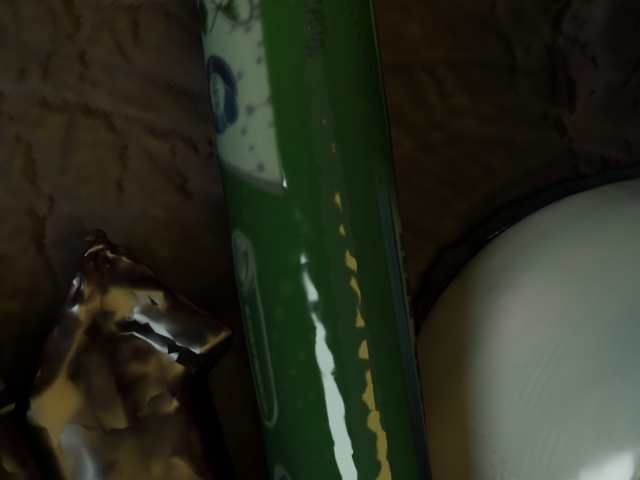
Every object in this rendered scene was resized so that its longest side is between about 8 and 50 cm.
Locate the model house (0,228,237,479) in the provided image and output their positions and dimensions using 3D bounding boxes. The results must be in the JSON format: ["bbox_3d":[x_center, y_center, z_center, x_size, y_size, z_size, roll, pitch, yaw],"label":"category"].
[{"bbox_3d":[-0.117,0.083,0.603,0.203,0.141,0.164,-22,82,-31],"label":"model house"}]

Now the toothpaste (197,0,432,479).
[{"bbox_3d":[0.000,0.000,0.596,0.061,0.099,0.392,-7,87,-22],"label":"toothpaste"}]

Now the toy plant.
[{"bbox_3d":[0.162,0.110,0.555,0.247,0.332,0.247,-3,102,-13],"label":"toy plant"}]
